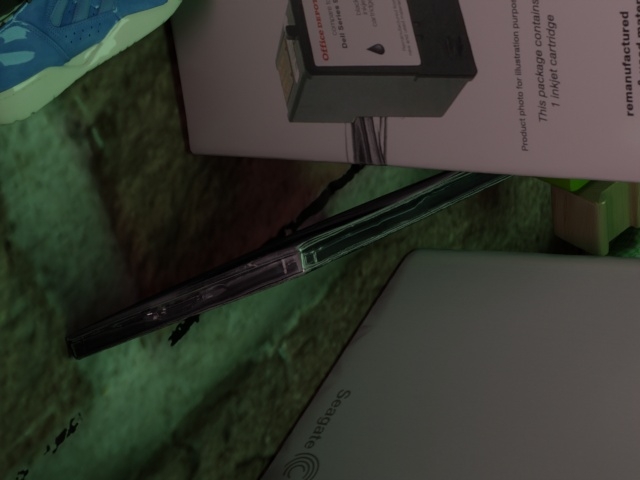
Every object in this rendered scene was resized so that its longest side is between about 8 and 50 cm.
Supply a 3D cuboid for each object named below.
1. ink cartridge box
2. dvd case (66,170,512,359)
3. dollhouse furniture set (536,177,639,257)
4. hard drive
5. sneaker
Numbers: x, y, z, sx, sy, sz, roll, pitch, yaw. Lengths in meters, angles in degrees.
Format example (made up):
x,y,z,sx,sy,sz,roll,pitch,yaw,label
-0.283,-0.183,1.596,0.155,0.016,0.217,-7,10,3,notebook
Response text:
x,y,z,sx,sy,sz,roll,pitch,yaw,label
0.095,-0.117,0.888,0.211,0.289,0.121,-25,114,-49,ink cartridge box
0.000,0.000,0.874,0.221,0.164,0.018,-24,91,-49,dvd case
0.184,-0.030,1.190,0.197,0.151,0.301,-36,140,-22,dollhouse furniture set
0.152,0.099,0.917,0.233,0.353,0.047,-55,131,-35,hard drive
-0.120,-0.127,0.794,0.152,0.058,0.084,-43,133,-34,sneaker
